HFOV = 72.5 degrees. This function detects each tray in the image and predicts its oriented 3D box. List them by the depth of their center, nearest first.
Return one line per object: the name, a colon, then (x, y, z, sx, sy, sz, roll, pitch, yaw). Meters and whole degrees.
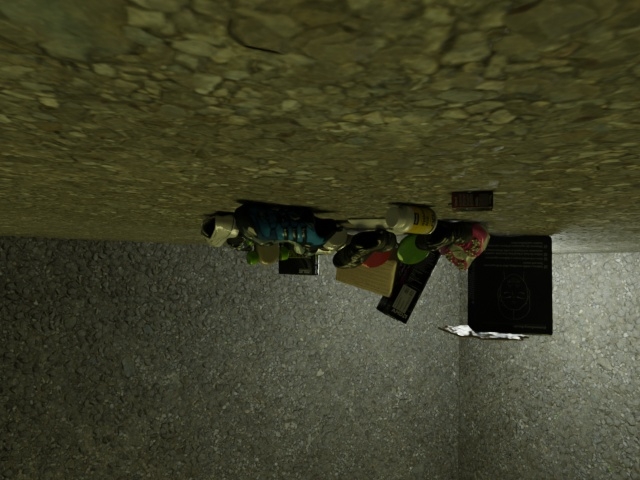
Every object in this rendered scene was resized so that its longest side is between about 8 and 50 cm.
tray: (0.199, -0.043, 1.419, 0.145, 0.030, 0.270, 1, 176, 24)

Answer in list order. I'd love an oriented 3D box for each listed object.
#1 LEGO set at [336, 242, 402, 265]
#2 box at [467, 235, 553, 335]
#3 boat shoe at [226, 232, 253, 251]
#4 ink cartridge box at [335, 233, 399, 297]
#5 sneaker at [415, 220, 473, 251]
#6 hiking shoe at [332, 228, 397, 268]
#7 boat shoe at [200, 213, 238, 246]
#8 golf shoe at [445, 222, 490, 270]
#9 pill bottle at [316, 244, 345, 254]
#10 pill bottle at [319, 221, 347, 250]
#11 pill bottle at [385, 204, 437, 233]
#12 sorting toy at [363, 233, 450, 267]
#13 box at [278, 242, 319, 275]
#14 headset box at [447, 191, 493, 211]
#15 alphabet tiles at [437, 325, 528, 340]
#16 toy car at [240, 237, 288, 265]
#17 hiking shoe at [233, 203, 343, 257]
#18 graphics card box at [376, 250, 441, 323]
LEGO set: (0.195, 0.019, 1.743, 0.287, 0.132, 0.107, 7, 170, 19)
box: (0.780, 0.182, 1.824, 0.293, 0.395, 0.212, 1, 176, 11)
boat shoe: (-0.337, 0.000, 1.831, 0.114, 0.091, 0.302, 1, 176, 10)
ink cartridge box: (0.183, 0.096, 1.691, 0.234, 0.193, 0.088, 17, -139, 17)
sneaker: (0.346, -0.017, 1.359, 0.130, 0.087, 0.227, 5, 172, -25)
hiking shoe: (0.117, 0.016, 1.364, 0.227, 0.086, 0.114, -28, 144, 27)
boat shoe: (-0.327, -0.039, 1.348, 0.084, 0.095, 0.258, 8, 163, -29)
golf shoe: (0.501, -0.005, 1.444, 0.140, 0.115, 0.306, -41, 163, -10)
pill bottle: (0.000, 0.000, 1.596, 0.184, 0.103, 0.103, 1, 176, 3)
pill bottle: (0.035, -0.012, 1.455, 0.094, 0.094, 0.169, 2, 176, -11)
pill bottle: (0.211, -0.049, 1.023, 0.116, 0.065, 0.065, 3, 176, -32)
sorting toy: (0.294, 0.003, 1.574, 0.365, 0.127, 0.126, -5, -146, -12)
box: (-0.091, 0.051, 1.799, 0.190, 0.184, 0.045, 0, 175, 38)
headset box: (0.292, -0.075, 0.852, 0.083, 0.032, 0.062, -1, 176, 19)
alphabet tiles: (0.664, 0.381, 1.807, 0.285, 0.011, 0.342, 2, 176, -6)
toy car: (-0.232, 0.008, 1.679, 0.155, 0.149, 0.188, -8, -167, -29)
hiking shoe: (-0.083, -0.049, 1.115, 0.132, 0.113, 0.304, -36, 150, 28)
graphics card box: (0.368, 0.149, 1.788, 0.094, 0.371, 0.233, 28, 176, -2)
